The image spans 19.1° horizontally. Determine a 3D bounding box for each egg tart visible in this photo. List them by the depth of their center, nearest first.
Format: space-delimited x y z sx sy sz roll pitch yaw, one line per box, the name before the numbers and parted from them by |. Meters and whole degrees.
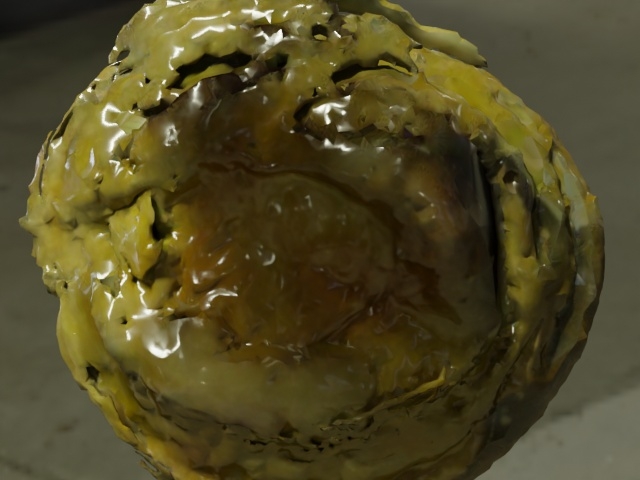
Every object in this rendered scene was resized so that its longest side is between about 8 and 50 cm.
egg tart | 0.000 0.000 0.931 0.297 0.297 0.132 -8 -1 -6
